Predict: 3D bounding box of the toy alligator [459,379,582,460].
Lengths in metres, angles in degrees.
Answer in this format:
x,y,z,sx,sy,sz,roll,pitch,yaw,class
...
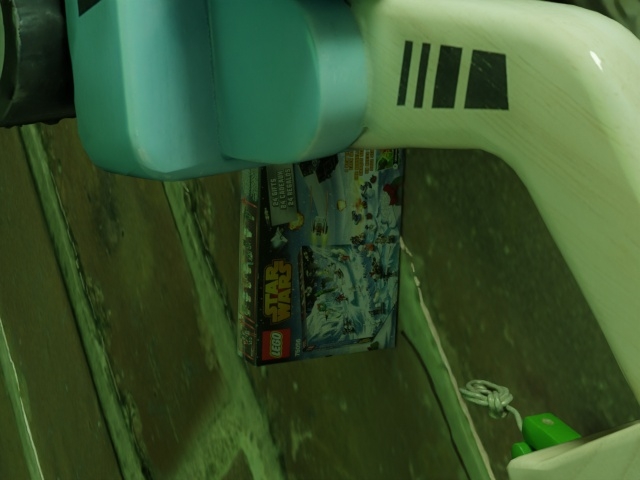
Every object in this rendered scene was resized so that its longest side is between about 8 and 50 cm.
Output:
x,y,z,sx,sy,sz,roll,pitch,yaw,class
0.122,0.118,0.814,0.190,0.056,0.051,26,118,59,toy alligator

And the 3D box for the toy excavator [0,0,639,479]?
x,y,z,sx,sy,sz,roll,pitch,yaw,class
0.021,-0.101,0.737,0.445,0.222,0.433,9,106,53,toy excavator

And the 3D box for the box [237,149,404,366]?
x,y,z,sx,sy,sz,roll,pitch,yaw,class
0.000,0.000,0.990,0.027,0.094,0.137,28,120,58,box
